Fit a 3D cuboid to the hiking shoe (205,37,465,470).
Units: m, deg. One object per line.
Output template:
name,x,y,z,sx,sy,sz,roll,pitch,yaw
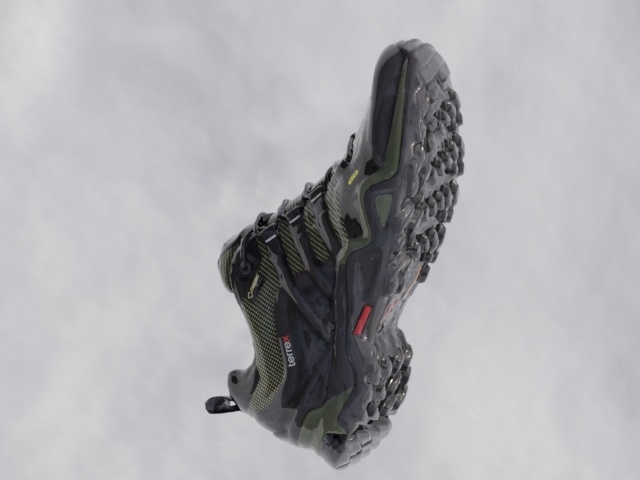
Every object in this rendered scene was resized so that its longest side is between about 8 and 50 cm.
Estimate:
hiking shoe,0.000,0.000,0.975,0.114,0.086,0.227,17,97,20
